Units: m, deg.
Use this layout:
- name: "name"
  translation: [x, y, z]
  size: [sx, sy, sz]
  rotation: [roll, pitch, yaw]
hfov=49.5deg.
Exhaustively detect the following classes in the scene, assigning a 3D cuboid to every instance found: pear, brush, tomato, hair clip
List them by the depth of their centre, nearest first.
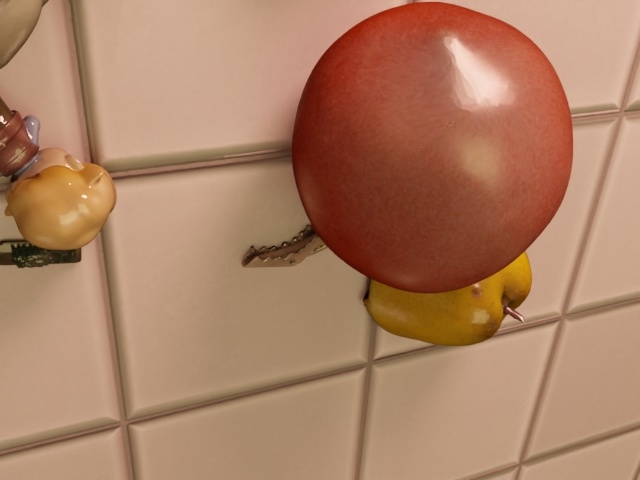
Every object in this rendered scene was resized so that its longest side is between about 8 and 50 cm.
- name: "tomato"
  translation: [0.125, -0.108, 0.778]
  size: [0.322, 0.321, 0.321]
  rotation: [-12, 124, -18]
- name: "brush"
  translation: [-0.376, 0.019, 0.802]
  size: [0.190, 0.027, 0.034]
  rotation: [-1, 118, -24]
- name: "hair clip"
  translation: [0.000, 0.000, 0.965]
  size: [0.226, 0.034, 0.072]
  rotation: [-26, 128, -7]
- name: "pear"
  translation: [0.208, 0.072, 1.023]
  size: [0.267, 0.178, 0.266]
  rotation: [-10, 120, -17]

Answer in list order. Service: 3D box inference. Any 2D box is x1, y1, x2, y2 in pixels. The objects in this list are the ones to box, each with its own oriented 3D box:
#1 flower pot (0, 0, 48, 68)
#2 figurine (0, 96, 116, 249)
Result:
- name: "flower pot"
  translation: [-0.322, -0.246, 0.528]
  size: [0.246, 0.246, 0.195]
  rotation: [4, 118, -27]
- name: "figurine"
  translation: [-0.310, -0.076, 0.741]
  size: [0.114, 0.108, 0.196]
  rotation: [-44, 111, -8]
